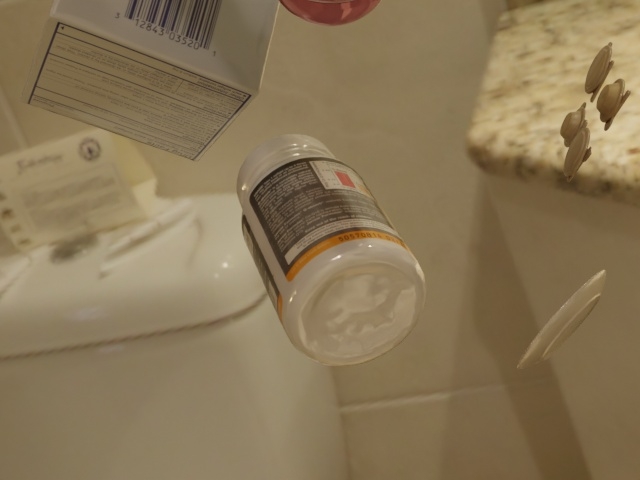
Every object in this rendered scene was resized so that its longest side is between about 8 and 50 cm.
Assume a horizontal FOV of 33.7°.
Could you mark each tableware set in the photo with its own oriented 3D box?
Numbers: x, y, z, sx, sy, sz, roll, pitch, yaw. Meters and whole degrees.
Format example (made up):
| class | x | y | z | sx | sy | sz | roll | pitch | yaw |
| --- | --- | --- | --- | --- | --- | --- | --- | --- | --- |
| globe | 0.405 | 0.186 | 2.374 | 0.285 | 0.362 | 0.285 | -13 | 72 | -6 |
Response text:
| class | x | y | z | sx | sy | sz | roll | pitch | yaw |
| --- | --- | --- | --- | --- | --- | --- | --- | --- | --- |
| tableware set | 0.334 | -0.158 | 1.306 | 0.020 | 0.141 | 0.168 | 20 | 33 | -7 |

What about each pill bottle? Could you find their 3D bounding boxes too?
| class | x | y | z | sx | sy | sz | roll | pitch | yaw |
| --- | --- | --- | --- | --- | --- | --- | --- | --- | --- |
| pill bottle | 0.000 | 0.000 | 1.205 | 0.162 | 0.162 | 0.278 | -21 | 38 | -5 |

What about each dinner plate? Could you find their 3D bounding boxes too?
| class | x | y | z | sx | sy | sz | roll | pitch | yaw |
| --- | --- | --- | --- | --- | --- | --- | --- | --- | --- |
| dinner plate | 0.263 | 0.089 | 1.132 | 0.017 | 0.141 | 0.141 | 42 | 55 | 18 |

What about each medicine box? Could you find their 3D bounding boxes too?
| class | x | y | z | sx | sy | sz | roll | pitch | yaw |
| --- | --- | --- | --- | --- | --- | --- | --- | --- | --- |
| medicine box | -0.230 | -0.248 | 1.393 | 0.289 | 0.264 | 0.149 | 149 | 137 | -64 |

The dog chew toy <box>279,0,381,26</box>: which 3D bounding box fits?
| class | x | y | z | sx | sy | sz | roll | pitch | yaw |
| --- | --- | --- | --- | --- | --- | --- | --- | --- | --- |
| dog chew toy | 0.011 | -0.317 | 0.983 | 0.207 | 0.206 | 0.332 | -23 | -19 | -9 |
